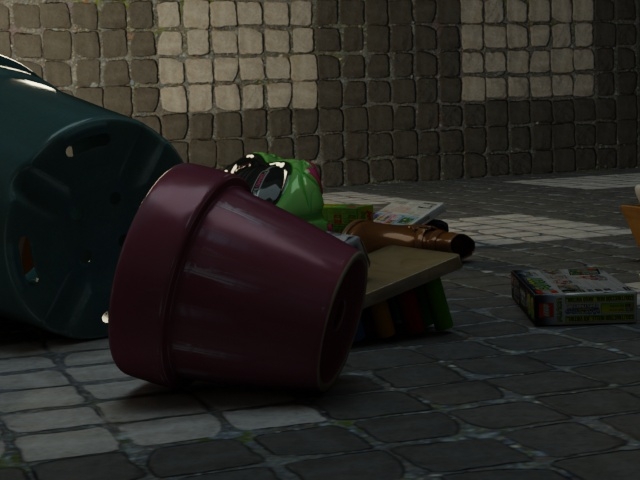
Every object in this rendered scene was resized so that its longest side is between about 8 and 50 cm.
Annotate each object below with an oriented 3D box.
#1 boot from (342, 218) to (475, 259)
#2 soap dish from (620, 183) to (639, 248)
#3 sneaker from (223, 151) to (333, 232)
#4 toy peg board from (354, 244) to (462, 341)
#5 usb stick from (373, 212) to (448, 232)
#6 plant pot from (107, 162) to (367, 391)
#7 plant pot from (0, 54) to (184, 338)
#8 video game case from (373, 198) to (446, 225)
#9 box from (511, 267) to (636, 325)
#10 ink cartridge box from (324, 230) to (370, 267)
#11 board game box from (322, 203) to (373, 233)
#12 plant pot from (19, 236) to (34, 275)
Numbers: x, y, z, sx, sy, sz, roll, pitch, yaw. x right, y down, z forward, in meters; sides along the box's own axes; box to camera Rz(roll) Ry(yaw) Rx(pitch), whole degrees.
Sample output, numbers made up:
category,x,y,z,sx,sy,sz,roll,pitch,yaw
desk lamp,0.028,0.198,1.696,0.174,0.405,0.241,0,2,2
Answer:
category,x,y,z,sx,sy,sz,roll,pitch,yaw
boot,0.133,0.006,1.904,0.152,0.072,0.197,7,13,36
soap dish,0.617,-0.027,1.801,0.291,0.118,0.229,-4,6,-11
sneaker,-0.132,-0.033,1.788,0.202,0.185,0.483,-11,-1,-15
toy peg board,0.058,0.073,1.363,0.161,0.079,0.161,-22,12,-22
usb stick,0.139,-0.026,2.306,0.077,0.045,0.278,-6,7,-26
plant pot,-0.063,0.048,1.097,0.180,0.201,0.201,16,11,15
plant pot,-0.344,-0.044,1.477,0.341,0.341,0.334,-8,16,-42
video game case,0.126,-0.029,2.202,0.143,0.019,0.157,-33,19,-21
box,0.292,0.063,1.453,0.114,0.036,0.207,-2,6,3
ink cartridge box,-0.077,0.049,1.373,0.208,0.045,0.206,-28,15,-19
board game box,0.001,-0.013,2.012,0.181,0.092,0.043,2,8,37
plant pot,-0.505,-0.019,1.871,0.188,0.205,0.205,15,11,14
